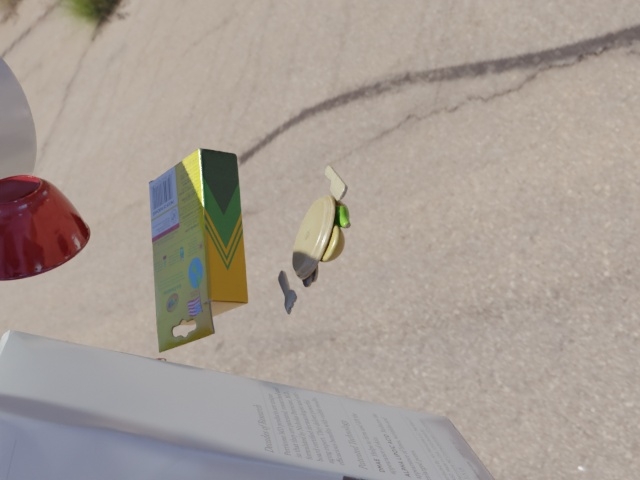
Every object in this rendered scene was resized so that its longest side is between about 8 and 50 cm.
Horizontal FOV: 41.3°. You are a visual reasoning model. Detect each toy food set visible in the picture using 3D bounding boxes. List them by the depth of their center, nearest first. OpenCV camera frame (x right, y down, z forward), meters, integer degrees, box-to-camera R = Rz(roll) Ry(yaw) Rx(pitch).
[{"bbox_3d":[0.000,0.000,1.170,0.192,0.038,0.132,-65,18,16],"label":"toy food set"}]

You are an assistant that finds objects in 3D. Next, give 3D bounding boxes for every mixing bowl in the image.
[{"bbox_3d":[-0.435,-0.032,1.225,0.181,0.098,0.181,-6,31,3],"label":"mixing bowl"}]

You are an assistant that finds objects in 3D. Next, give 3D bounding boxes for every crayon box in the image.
[{"bbox_3d":[-0.216,0.024,1.481,0.202,0.081,0.319,-22,68,50],"label":"crayon box"}]

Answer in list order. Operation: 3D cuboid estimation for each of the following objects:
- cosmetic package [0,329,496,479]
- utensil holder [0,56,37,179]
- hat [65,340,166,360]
[{"bbox_3d":[-0.080,0.223,0.643,0.156,0.384,0.217,-131,54,-71],"label":"cosmetic package"},{"bbox_3d":[-0.720,-0.157,1.403,0.327,0.385,0.328,13,114,31],"label":"utensil holder"},{"bbox_3d":[-0.369,0.265,1.495,0.173,0.183,0.209,115,160,-58],"label":"hat"}]
